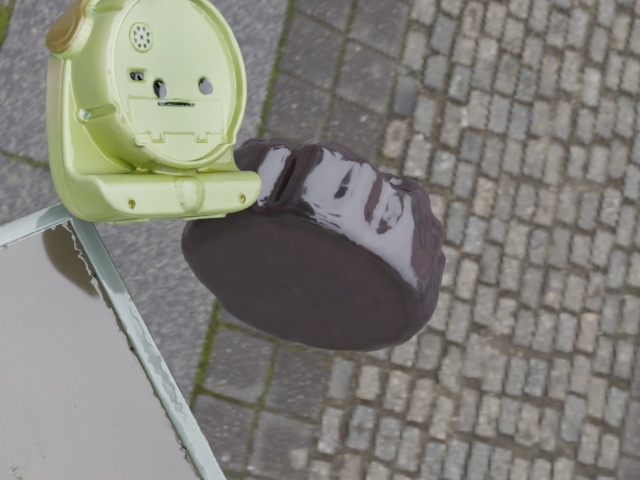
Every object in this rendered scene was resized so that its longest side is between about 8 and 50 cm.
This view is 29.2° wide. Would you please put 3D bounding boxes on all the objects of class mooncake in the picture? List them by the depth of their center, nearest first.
[{"bbox_3d":[0.000,0.000,1.306,0.283,0.283,0.141,31,59,-20],"label":"mooncake"}]

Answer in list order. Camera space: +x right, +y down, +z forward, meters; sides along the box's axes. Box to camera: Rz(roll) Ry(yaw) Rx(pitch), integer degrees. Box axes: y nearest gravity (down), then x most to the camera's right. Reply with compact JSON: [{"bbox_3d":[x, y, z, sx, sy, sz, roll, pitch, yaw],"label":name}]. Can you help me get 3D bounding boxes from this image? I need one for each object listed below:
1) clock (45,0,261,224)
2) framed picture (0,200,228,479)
[{"bbox_3d":[-0.127,-0.129,0.931,0.170,0.069,0.232,-6,92,-48],"label":"clock"},{"bbox_3d":[-0.219,0.133,0.905,0.231,0.018,0.293,-24,76,-22],"label":"framed picture"}]
